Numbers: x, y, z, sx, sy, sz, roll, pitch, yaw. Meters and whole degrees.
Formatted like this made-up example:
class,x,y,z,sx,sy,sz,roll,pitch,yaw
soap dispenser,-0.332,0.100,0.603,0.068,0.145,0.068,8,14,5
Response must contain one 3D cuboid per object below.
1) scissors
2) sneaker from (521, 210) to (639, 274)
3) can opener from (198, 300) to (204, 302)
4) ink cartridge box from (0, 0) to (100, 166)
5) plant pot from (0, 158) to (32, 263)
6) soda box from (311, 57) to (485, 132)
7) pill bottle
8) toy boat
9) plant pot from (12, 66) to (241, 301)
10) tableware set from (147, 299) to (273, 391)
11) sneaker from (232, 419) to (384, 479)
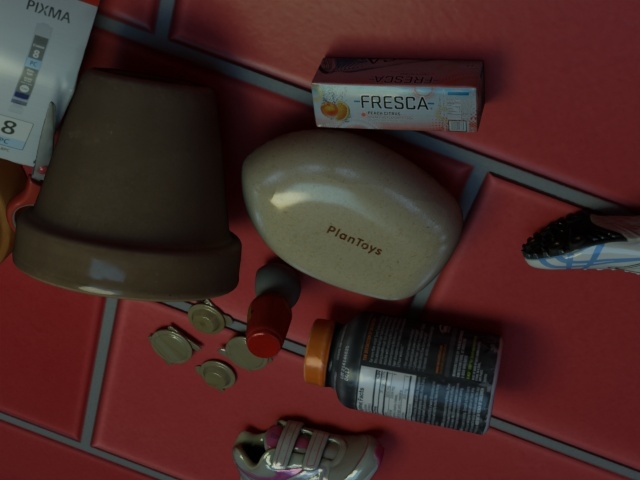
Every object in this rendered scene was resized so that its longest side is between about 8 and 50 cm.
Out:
class,x,y,z,sx,sy,sz,roll,pitch,yaw
scissors,-0.347,-0.077,1.298,0.109,0.021,0.297,-14,159,-9
sneaker,0.346,0.009,1.202,0.237,0.085,0.086,-9,120,25
can opener,-0.195,-0.005,1.383,0.186,0.073,0.059,47,135,-9
ink cartridge box,-0.396,-0.263,1.144,0.308,0.091,0.385,16,138,-23
plant pot,-0.552,-0.027,1.383,0.291,0.203,0.290,8,129,10
soda box,0.086,-0.160,1.163,0.183,0.063,0.058,4,128,14
pill bottle,0.104,0.163,1.373,0.246,0.130,0.130,10,130,10
toy boat,0.000,0.000,1.284,0.268,0.148,0.318,29,123,-13
plant pot,-0.205,-0.073,1.216,0.263,0.263,0.229,12,100,9
tableware set,-0.157,0.154,1.521,0.141,0.020,0.169,42,129,-14
sneaker,-0.030,0.319,1.559,0.252,0.103,0.111,-15,123,27
